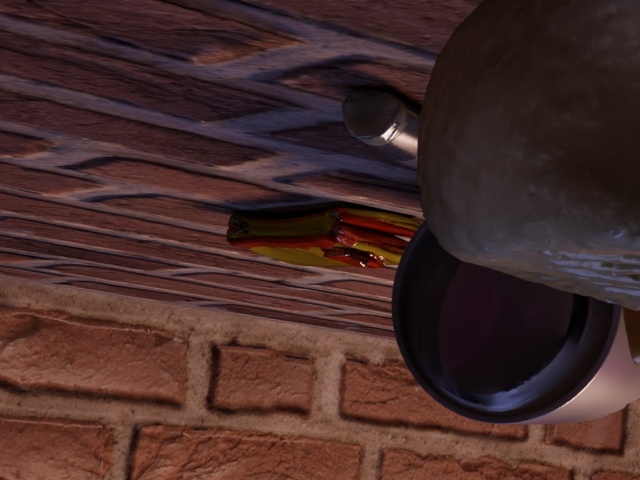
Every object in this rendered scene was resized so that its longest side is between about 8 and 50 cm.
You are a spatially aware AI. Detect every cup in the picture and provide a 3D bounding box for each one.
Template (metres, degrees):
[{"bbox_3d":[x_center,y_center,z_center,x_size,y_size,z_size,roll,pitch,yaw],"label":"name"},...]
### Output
[{"bbox_3d":[0.255,0.082,2.028,0.253,0.253,0.371,2,174,25],"label":"cup"}]

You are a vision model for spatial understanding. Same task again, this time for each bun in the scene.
[{"bbox_3d":[0.228,-0.076,0.946,0.349,0.227,0.352,5,170,6],"label":"bun"}]

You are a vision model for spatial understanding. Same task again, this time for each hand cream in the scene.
[{"bbox_3d":[0.088,-0.088,1.631,0.079,0.048,0.255,8,176,23],"label":"hand cream"}]

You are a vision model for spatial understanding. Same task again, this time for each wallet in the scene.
[{"bbox_3d":[0.000,0.000,2.261,0.141,0.067,0.241,14,169,-37],"label":"wallet"}]

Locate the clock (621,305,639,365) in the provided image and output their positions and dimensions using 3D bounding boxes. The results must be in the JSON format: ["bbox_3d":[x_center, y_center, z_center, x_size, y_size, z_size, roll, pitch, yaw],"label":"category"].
[{"bbox_3d":[0.457,0.020,1.713,0.317,0.200,0.244,-7,170,25],"label":"clock"}]
